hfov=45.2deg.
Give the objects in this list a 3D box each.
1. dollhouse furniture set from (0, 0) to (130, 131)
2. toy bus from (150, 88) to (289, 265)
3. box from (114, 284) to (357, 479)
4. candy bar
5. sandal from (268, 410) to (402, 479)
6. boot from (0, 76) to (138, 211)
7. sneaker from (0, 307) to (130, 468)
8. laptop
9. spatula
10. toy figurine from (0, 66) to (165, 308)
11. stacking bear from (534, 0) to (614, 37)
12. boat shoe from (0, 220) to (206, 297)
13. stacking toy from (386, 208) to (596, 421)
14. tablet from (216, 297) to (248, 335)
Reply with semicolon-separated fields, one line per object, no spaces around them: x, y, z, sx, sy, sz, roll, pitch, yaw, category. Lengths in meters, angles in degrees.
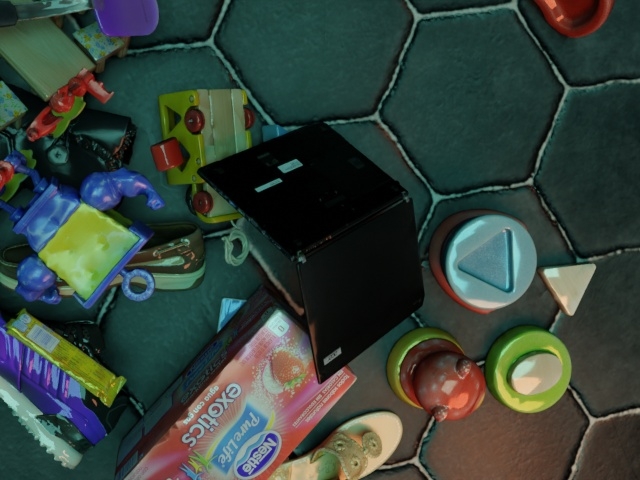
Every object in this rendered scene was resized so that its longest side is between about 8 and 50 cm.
-0.360;-0.274;0.857;0.242;0.161;0.212;46;62;-1;dollhouse furniture set
-0.147;-0.099;0.983;0.191;0.104;0.202;50;56;-38;toy bus
-0.115;0.223;0.998;0.142;0.154;0.300;42;88;-15;box
-0.310;0.141;0.935;0.161;0.018;0.040;40;63;-15;candy bar
0.018;0.321;1.076;0.240;0.079;0.088;-21;100;-8;sandal
-0.354;-0.065;0.950;0.207;0.094;0.246;19;86;-9;boot
-0.357;0.137;0.978;0.146;0.102;0.293;-40;106;-12;sneaker
0.000;0.000;0.977;0.264;0.137;0.234;42;43;18;laptop
-0.303;-0.247;0.822;0.296;0.030;0.084;-20;103;-34;spatula
-0.287;0.021;0.835;0.217;0.191;0.362;40;91;-18;toy figurine
0.400;-0.450;1.035;0.175;0.164;0.289;39;83;-13;stacking bear
-0.273;0.008;0.969;0.257;0.095;0.095;-2;123;-21;boat shoe
0.266;0.122;1.078;0.279;0.130;0.309;15;94;-12;stacking toy
-0.116;0.123;1.065;0.054;0.006;0.083;8;94;-12;tablet
